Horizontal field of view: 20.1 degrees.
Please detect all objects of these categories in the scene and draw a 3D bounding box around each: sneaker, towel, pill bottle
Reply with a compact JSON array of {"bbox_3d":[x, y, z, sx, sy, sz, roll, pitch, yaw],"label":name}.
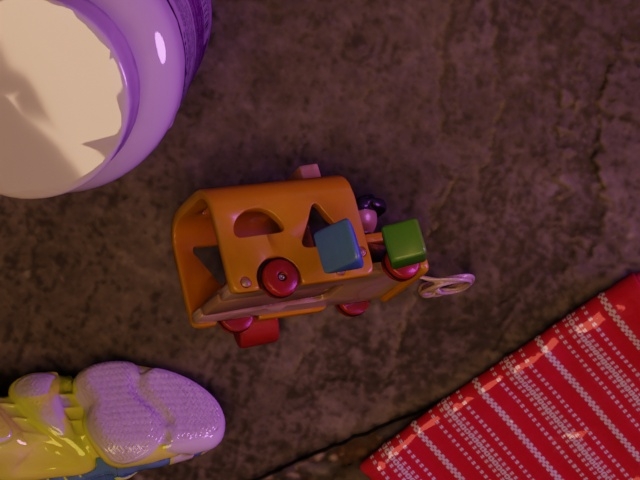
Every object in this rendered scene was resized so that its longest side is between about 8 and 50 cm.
[{"bbox_3d":[-0.197,0.163,1.413,0.240,0.091,0.126,2,136,-7],"label":"sneaker"},{"bbox_3d":[0.196,0.172,1.412,0.275,0.031,0.199,-36,102,13],"label":"towel"},{"bbox_3d":[-0.167,-0.127,1.192,0.169,0.301,0.169,1,107,3],"label":"pill bottle"}]

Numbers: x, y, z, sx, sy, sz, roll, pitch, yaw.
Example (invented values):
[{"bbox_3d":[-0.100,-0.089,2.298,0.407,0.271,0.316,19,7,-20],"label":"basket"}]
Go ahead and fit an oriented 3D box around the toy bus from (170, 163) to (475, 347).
[{"bbox_3d":[-0.008,0.000,1.325,0.191,0.202,0.104,-19,75,15],"label":"toy bus"}]
